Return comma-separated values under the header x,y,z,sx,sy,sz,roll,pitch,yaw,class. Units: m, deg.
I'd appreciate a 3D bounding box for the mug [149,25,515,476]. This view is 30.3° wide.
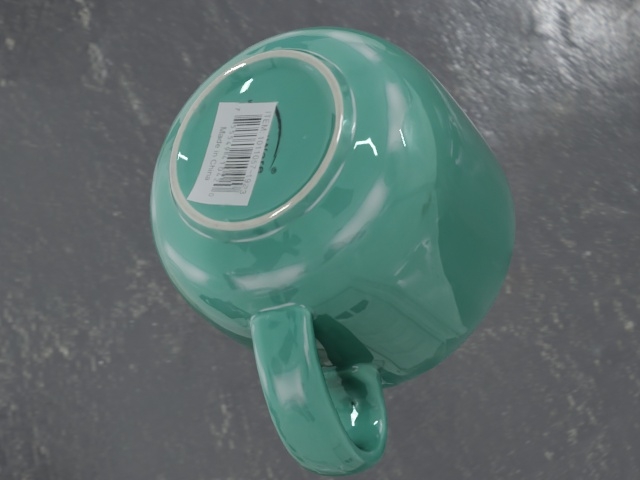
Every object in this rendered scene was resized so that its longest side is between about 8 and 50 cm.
x,y,z,sx,sy,sz,roll,pitch,yaw,class
0.005,-0.008,0.451,0.129,0.097,0.158,-41,51,7,mug
